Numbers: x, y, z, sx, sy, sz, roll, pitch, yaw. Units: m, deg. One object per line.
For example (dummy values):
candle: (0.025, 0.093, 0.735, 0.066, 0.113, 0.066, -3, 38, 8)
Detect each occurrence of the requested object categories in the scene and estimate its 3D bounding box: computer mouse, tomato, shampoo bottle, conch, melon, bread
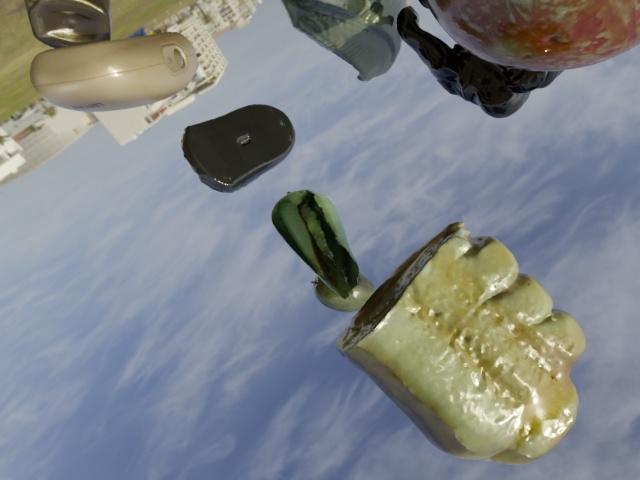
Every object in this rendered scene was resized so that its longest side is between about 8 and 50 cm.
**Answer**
computer mouse: (0.043, -0.427, 0.681, 0.146, 0.429, 0.228, -17, -103, 33)
tomato: (0.195, -0.287, 0.353, 0.223, 0.270, 0.270, 4, -132, 41)
computer mouse: (-0.159, -0.181, 0.810, 0.086, 0.137, 0.270, -31, -173, 46)
shampoo bottle: (-0.439, -0.439, 0.715, 0.126, 0.084, 0.350, -6, -133, -28)
computer mouse: (-0.251, -0.217, 0.533, 0.145, 0.081, 0.236, -5, -152, 9)
conch: (-0.005, -0.012, 0.862, 0.143, 0.137, 0.250, -53, -129, 24)
melon: (0.054, 0.119, 1.022, 0.114, 0.168, 0.114, -165, -90, -74)
bread: (0.234, 0.174, 0.664, 0.300, 0.341, 0.210, -48, 177, -13)

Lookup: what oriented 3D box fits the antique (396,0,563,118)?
antique: (0.279, -0.339, 0.562, 0.322, 0.255, 0.185, -35, -174, 36)
